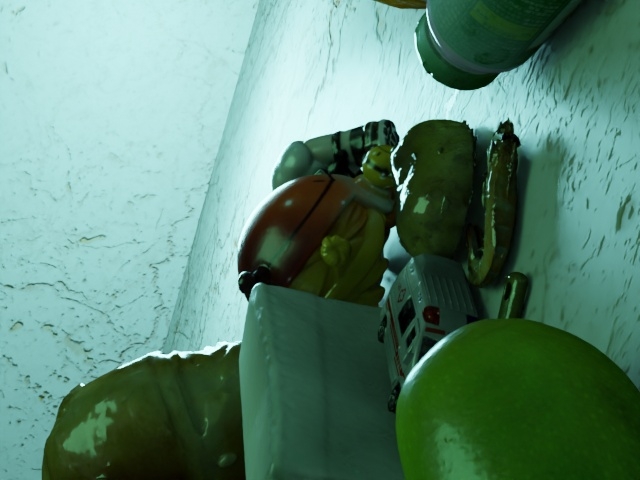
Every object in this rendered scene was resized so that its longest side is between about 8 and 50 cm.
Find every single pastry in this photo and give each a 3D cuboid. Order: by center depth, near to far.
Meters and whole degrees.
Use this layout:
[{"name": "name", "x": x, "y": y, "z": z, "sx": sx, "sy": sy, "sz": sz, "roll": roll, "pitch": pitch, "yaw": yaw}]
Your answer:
[{"name": "pastry", "x": -0.172, "y": 0.300, "z": 1.861, "sx": 0.409, "sy": 0.409, "sz": 0.245, "roll": 123, "pitch": 140, "yaw": -55}]

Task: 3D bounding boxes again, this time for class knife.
[{"name": "knife", "x": 0.158, "y": 0.199, "z": 1.371, "sx": 0.061, "sy": 0.027, "sz": 0.343, "roll": -156, "pitch": 78, "yaw": -72}]

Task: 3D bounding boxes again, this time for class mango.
[{"name": "mango", "x": 0.172, "y": 0.199, "z": 1.021, "sx": 0.192, "sy": 0.156, "sz": 0.343, "roll": -31, "pitch": 51, "yaw": 11}]

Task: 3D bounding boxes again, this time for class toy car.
[{"name": "toy car", "x": 0.122, "y": 0.108, "z": 1.467, "sx": 0.210, "sy": 0.089, "sz": 0.108, "roll": -95, "pitch": 25, "yaw": -59}]

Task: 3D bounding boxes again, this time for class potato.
[{"name": "potato", "x": 0.122, "y": -0.064, "z": 1.600, "sx": 0.200, "sy": 0.081, "sz": 0.164, "roll": -91, "pitch": 15, "yaw": -55}]

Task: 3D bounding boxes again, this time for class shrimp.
[{"name": "shrimp", "x": 0.182, "y": -0.034, "z": 1.479, "sx": 0.124, "sy": 0.034, "sz": 0.178, "roll": 130, "pitch": 145, "yaw": -75}]

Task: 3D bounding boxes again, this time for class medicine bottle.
[{"name": "medicine bottle", "x": 0.191, "y": -0.258, "z": 1.420, "sx": 0.274, "sy": 0.133, "sz": 0.133, "roll": 133, "pitch": 147, "yaw": -62}]

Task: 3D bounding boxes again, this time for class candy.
[{"name": "candy", "x": 0.015, "y": 0.205, "z": 1.555, "sx": 0.359, "sy": 0.208, "sz": 0.145, "roll": -101, "pitch": 26, "yaw": -57}]

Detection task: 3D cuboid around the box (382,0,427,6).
[{"name": "box", "x": 0.131, "y": -0.429, "z": 1.897, "sx": 0.274, "sy": 0.091, "sz": 0.221, "roll": -133, "pitch": 58, "yaw": -74}]

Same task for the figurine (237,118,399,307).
[{"name": "figurine", "x": -0.004, "y": -0.003, "z": 1.838, "sx": 0.323, "sy": 0.196, "sz": 0.320, "roll": -80, "pitch": 16, "yaw": -55}]
